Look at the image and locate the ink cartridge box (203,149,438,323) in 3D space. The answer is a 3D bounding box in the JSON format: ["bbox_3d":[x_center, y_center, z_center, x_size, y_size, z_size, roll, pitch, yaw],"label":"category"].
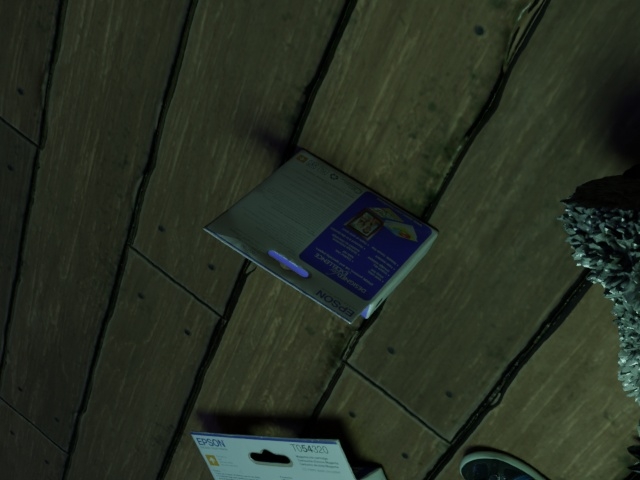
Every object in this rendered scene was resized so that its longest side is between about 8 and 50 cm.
[{"bbox_3d":[0.000,0.000,1.296,0.206,0.208,0.045,33,134,15],"label":"ink cartridge box"}]

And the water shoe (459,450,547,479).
[{"bbox_3d":[0.263,0.344,1.444,0.203,0.080,0.073,25,134,22],"label":"water shoe"}]

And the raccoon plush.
[{"bbox_3d":[0.323,0.104,0.975,0.216,0.446,0.299,-6,104,27],"label":"raccoon plush"}]

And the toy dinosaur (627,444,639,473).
[{"bbox_3d":[0.445,0.342,1.283,0.322,0.164,0.218,-34,113,30],"label":"toy dinosaur"}]

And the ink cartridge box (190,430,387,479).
[{"bbox_3d":[-0.014,0.420,1.740,0.324,0.071,0.330,-5,115,42],"label":"ink cartridge box"}]
